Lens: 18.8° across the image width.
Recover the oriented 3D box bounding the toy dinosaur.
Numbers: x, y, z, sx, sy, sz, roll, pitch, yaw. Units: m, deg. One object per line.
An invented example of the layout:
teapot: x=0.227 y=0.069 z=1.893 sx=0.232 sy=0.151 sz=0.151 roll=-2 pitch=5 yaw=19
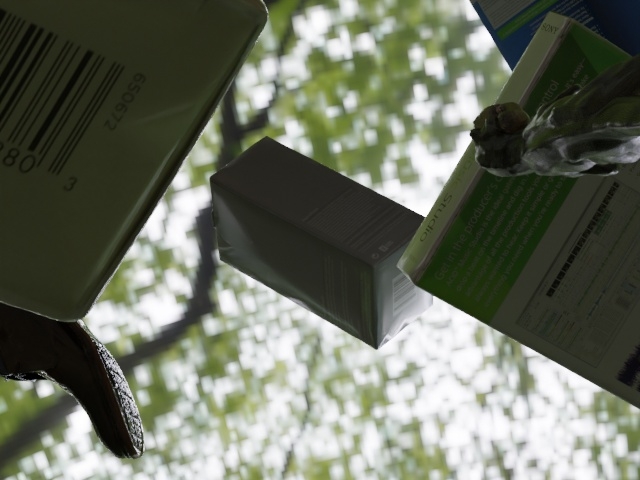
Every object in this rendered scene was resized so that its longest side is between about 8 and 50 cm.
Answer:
toy dinosaur: x=0.166 y=-0.069 z=0.980 sx=0.118 sy=0.064 sz=0.268 roll=-17 pitch=178 yaw=-17

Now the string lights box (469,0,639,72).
string lights box: x=0.238 y=-0.158 z=1.675 sx=0.077 sy=0.259 sz=0.133 roll=-30 pitch=179 yaw=-34

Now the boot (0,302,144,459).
boot: x=-0.231 y=0.107 z=1.629 sx=0.106 sy=0.082 sz=0.219 roll=-29 pitch=-111 yaw=1

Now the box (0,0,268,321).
box: x=-0.144 y=-0.119 z=0.665 sx=0.148 sy=0.121 sz=0.311 roll=22 pitch=-159 yaw=-31

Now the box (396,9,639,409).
box: x=0.249 y=0.000 z=1.502 sx=0.232 sy=0.322 sz=0.058 roll=-59 pitch=-158 yaw=5

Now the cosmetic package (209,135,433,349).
cosmetic package: x=0.000 y=0.000 z=2.060 sx=0.238 sy=0.127 sz=0.107 roll=32 pitch=-127 yaw=32
